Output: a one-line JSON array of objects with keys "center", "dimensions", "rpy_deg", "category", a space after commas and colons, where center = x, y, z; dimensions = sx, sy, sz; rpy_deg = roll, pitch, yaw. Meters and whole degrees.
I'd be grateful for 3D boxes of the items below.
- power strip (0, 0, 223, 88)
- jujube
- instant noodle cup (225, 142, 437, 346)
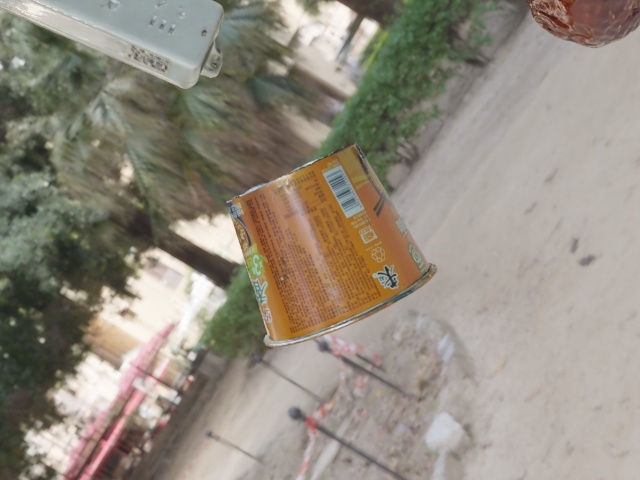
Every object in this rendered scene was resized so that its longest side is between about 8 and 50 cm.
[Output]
[{"center": [-0.262, -0.270, 1.046], "dimensions": [0.058, 0.338, 0.098], "rpy_deg": [128, 163, -64], "category": "power strip"}, {"center": [0.417, -0.409, 1.457], "dimensions": [0.213, 0.213, 0.232], "rpy_deg": [-59, -25, 8], "category": "jujube"}, {"center": [0.000, 0.000, 1.144], "dimensions": [0.230, 0.182, 0.230], "rpy_deg": [-25, 5, 3], "category": "instant noodle cup"}]
